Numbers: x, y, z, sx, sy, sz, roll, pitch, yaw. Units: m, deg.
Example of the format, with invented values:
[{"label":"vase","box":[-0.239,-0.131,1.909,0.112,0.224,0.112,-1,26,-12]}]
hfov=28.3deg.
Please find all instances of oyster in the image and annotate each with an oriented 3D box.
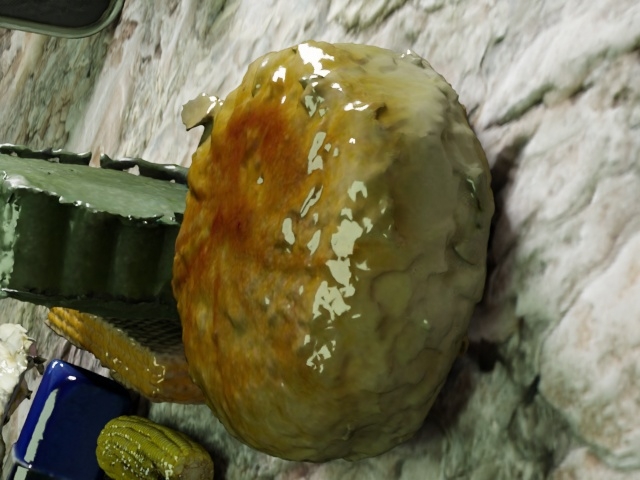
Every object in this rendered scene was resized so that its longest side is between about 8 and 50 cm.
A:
[{"label":"oyster","box":[-0.403,0.195,1.538,0.354,0.107,0.201,143,143,-73]}]

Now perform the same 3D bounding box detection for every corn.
[{"label":"corn","box":[-0.163,0.213,1.239,0.203,0.072,0.072,1,85,61]}]

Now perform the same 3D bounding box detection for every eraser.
[{"label":"eraser","box":[-0.311,0.301,1.384,0.332,0.102,0.155,-69,15,-4]}]

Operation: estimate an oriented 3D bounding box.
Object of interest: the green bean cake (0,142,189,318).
[{"label":"green bean cake","box":[-0.203,-0.007,1.182,0.255,0.241,0.132,28,107,60]}]

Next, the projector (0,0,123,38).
[{"label":"projector","box":[-0.372,-0.423,1.579,0.248,0.249,0.249,-67,32,27]}]

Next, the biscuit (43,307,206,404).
[{"label":"biscuit","box":[-0.189,0.097,1.291,0.379,0.094,0.054,19,106,62]}]

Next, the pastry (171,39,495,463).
[{"label":"pastry","box":[0.000,0.000,0.913,0.330,0.136,0.329,-25,61,57]}]
